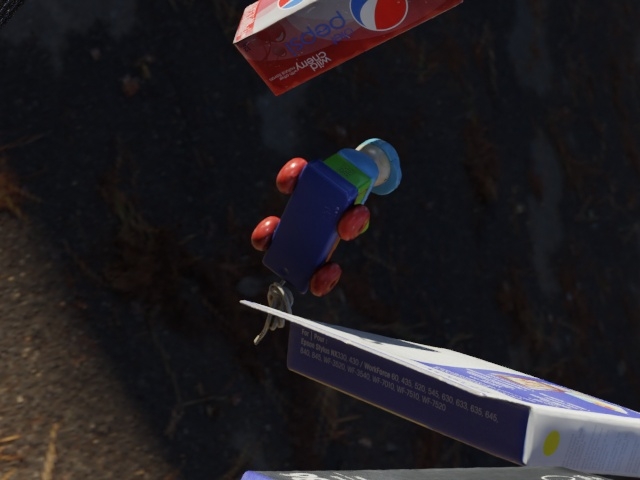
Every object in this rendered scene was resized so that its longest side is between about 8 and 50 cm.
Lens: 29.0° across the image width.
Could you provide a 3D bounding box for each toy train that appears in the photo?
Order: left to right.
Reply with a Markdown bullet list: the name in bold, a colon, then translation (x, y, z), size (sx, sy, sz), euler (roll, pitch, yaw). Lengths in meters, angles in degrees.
- **toy train**: translation (0.000, 0.000, 1.390), size (0.105, 0.248, 0.143), euler (38, 41, 15)

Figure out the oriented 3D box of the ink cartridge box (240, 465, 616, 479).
- **ink cartridge box**: translation (0.070, 0.188, 0.793), size (0.332, 0.165, 0.065), euler (3, 89, -27)

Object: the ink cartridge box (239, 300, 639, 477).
- **ink cartridge box**: translation (0.120, 0.144, 1.157), size (0.307, 0.303, 0.072), euler (13, 93, -44)

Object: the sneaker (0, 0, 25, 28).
- **sneaker**: translation (-0.364, -0.293, 1.244), size (0.121, 0.300, 0.111), euler (38, 78, 4)

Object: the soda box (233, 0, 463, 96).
- **soda box**: translation (0.033, -0.272, 1.426), size (0.092, 0.263, 0.083), euler (49, 32, -32)
